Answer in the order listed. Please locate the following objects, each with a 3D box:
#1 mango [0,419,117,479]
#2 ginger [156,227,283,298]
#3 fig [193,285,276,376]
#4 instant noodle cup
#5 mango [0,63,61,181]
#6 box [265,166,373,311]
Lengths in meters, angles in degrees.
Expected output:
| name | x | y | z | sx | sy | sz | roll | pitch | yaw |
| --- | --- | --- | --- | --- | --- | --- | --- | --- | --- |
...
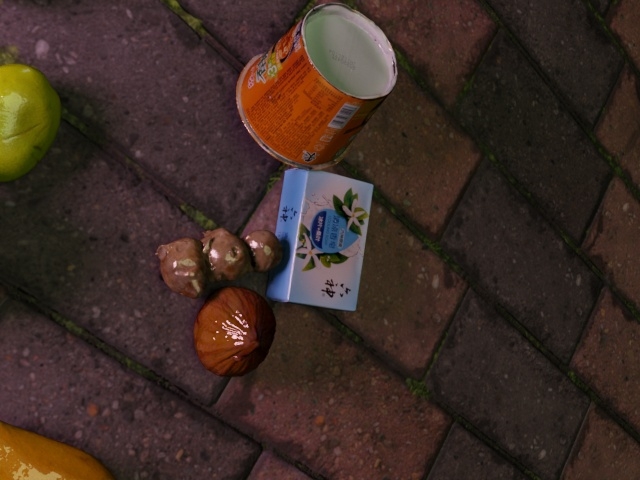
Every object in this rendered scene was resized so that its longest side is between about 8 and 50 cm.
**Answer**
| name | x | y | z | sx | sy | sz | roll | pitch | yaw |
| --- | --- | --- | --- | --- | --- | --- | --- | --- | --- |
| mango | -0.374 | 0.372 | 0.989 | 0.176 | 0.119 | 0.317 | -44 | 108 | -16 |
| ginger | -0.156 | 0.030 | 1.143 | 0.204 | 0.080 | 0.104 | -16 | 66 | -32 |
| fig | -0.118 | 0.141 | 1.107 | 0.133 | 0.201 | 0.146 | -5 | 87 | -23 |
| instant noodle cup | 0.002 | -0.254 | 1.147 | 0.230 | 0.182 | 0.230 | 13 | 63 | -26 |
| mango | -0.420 | -0.159 | 0.976 | 0.117 | 0.089 | 0.163 | 8 | 98 | -40 |
| box | 0.000 | 0.000 | 1.247 | 0.142 | 0.083 | 0.232 | 12 | 83 | -33 |
